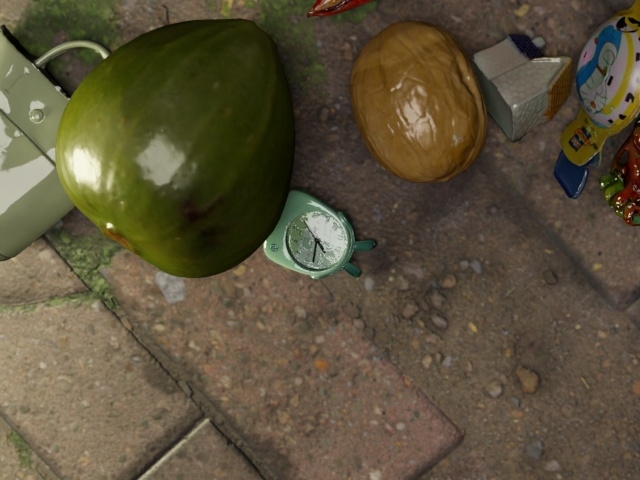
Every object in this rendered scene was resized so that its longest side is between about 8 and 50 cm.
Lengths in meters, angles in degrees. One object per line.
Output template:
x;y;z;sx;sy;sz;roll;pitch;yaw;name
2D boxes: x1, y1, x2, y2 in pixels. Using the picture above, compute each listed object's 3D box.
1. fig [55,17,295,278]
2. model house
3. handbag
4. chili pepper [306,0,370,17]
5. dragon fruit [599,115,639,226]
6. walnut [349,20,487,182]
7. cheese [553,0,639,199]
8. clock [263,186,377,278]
-0.156;-0.126;1.677;0.316;0.316;0.316;2;102;11;fig
0.248;-0.193;1.681;0.100;0.088;0.101;-30;62;-7;model house
-0.387;-0.141;1.830;0.241;0.109;0.315;45;93;-2;handbag
0.101;-0.337;1.688;0.268;0.050;0.059;-30;74;17;chili pepper
0.397;-0.086;1.646;0.175;0.138;0.142;-43;50;36;dragon fruit
0.117;-0.164;1.663;0.165;0.165;0.197;-26;94;15;walnut
0.336;-0.166;1.641;0.064;0.156;0.250;8;120;-19;cheese
0.000;0.000;1.787;0.135;0.041;0.101;27;105;3;clock
